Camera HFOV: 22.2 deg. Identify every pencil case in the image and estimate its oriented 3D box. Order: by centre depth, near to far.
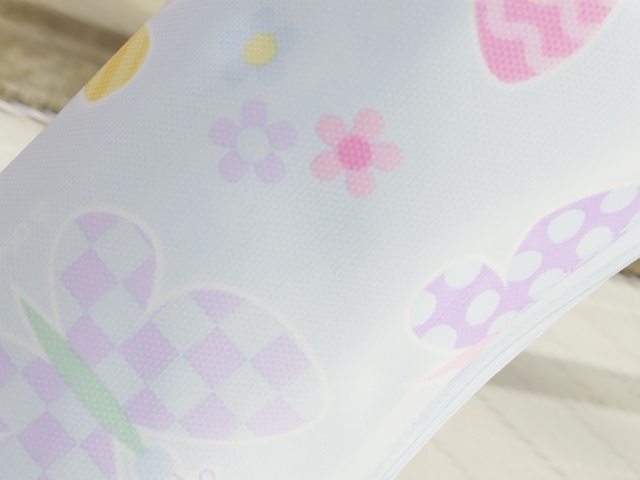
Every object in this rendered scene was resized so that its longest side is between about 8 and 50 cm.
[{"bbox_3d":[0.000,0.000,0.368,0.124,0.273,0.113,47,7,-4],"label":"pencil case"}]
